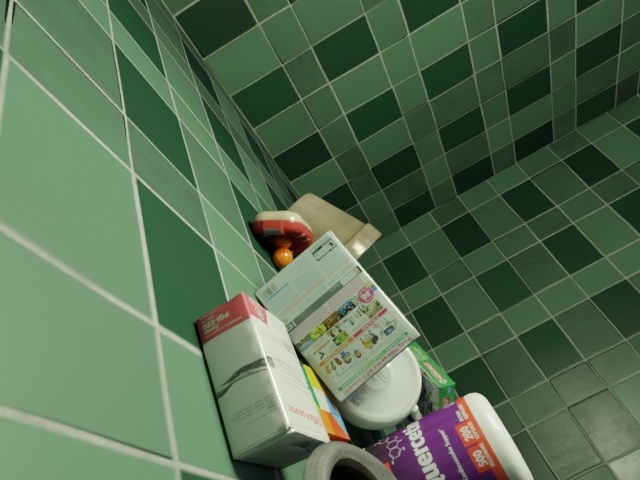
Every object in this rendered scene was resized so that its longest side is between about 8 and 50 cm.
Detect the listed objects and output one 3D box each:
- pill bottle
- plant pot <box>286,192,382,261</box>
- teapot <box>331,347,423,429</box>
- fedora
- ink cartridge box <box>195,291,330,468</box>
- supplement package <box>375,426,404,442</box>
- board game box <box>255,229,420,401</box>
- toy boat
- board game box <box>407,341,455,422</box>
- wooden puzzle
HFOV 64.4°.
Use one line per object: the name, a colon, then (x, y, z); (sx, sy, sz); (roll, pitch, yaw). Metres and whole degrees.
pill bottle: (0.183, 0.415, 0.885); (0.181, 0.323, 0.181); (59, 5, -9)
plant pot: (0.000, 0.000, 1.731); (0.280, 0.323, 0.323); (44, 4, 6)
teapot: (0.127, 0.360, 1.278); (0.187, 0.253, 0.255); (101, -16, -62)
fedora: (0.030, 0.394, 0.648); (0.243, 0.124, 0.275); (61, 13, 28)
ink cartridge box: (-0.084, 0.209, 0.751); (0.217, 0.092, 0.158); (62, 5, 35)
supplement package: (0.224, 0.587, 1.350); (0.139, 0.134, 0.244); (62, 6, 14)
board game box: (0.039, 0.165, 1.136); (0.303, 0.224, 0.097); (50, 1, 15)
toy boat: (-0.109, 0.007, 1.506); (0.231, 0.151, 0.151); (42, 49, -71)
board game box: (0.247, 0.379, 1.356); (0.317, 0.046, 0.213); (-135, -141, -62)
wooden puzzle: (-0.010, 0.330, 1.038); (0.220, 0.044, 0.238); (64, 6, 36)
